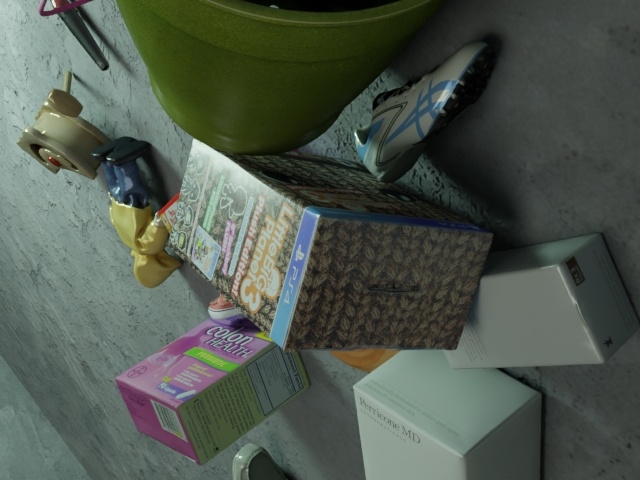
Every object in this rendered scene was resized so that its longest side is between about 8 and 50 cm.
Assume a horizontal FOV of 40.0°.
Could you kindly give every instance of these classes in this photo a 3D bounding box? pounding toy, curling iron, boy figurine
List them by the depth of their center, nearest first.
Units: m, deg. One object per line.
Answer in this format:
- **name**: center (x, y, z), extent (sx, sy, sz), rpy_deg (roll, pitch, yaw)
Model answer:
- **curling iron**: center (-0.442, -0.392, 1.524), extent (0.274, 0.035, 0.068), rpy_deg (48, 150, 17)
- **boy figurine**: center (-0.324, -0.040, 1.606), extent (0.177, 0.092, 0.285), rpy_deg (15, 128, 47)
- **pounding toy**: center (-0.460, -0.213, 1.665), extent (0.154, 0.155, 0.269), rpy_deg (36, 163, -18)

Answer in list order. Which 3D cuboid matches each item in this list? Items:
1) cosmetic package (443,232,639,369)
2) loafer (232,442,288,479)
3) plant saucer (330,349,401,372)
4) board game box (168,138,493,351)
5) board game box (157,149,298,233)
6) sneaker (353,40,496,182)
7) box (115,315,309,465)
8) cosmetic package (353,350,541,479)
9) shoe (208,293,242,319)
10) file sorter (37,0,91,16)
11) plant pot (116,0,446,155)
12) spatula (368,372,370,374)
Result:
- **cosmetic package**: center (0.223, 0.073, 0.980), extent (0.231, 0.085, 0.117), rpy_deg (-14, 105, 54)
- **loafer**: center (-0.078, 0.536, 1.745), extent (0.111, 0.112, 0.319), rpy_deg (7, 130, 45)
- **plant saucer**: center (0.045, 0.102, 1.252), extent (0.200, 0.037, 0.200), rpy_deg (22, 125, 37)
- **board game box**: center (0.000, 0.000, 0.998), extent (0.291, 0.232, 0.141), rpy_deg (33, 113, 51)
- **board game box**: center (-0.136, -0.081, 1.270), extent (0.045, 0.147, 0.193), rpy_deg (59, 147, -1)
- **sneaker**: center (0.103, -0.144, 0.956), extent (0.086, 0.085, 0.237), rpy_deg (50, 146, 4)
- **box**: center (-0.185, 0.243, 1.511), extent (0.214, 0.243, 0.117), rpy_deg (10, 123, 50)
- **cosmetic package**: center (0.177, 0.332, 1.188), extent (0.197, 0.155, 0.365), rpy_deg (26, 136, 44)
- **shoe**: center (-0.144, 0.082, 1.497), extent (0.178, 0.063, 0.081), rpy_deg (-14, 104, 51)
- **file sorter**: center (-0.366, -0.489, 1.206), extent (0.290, 0.182, 0.202), rpy_deg (60, 148, -2)
- **plant pot**: center (-0.051, -0.262, 0.865), extent (0.366, 0.366, 0.353), rpy_deg (51, 158, 12)
- **spatula**: center (0.050, 0.169, 1.334), extent (0.296, 0.030, 0.084), rpy_deg (45, 140, 19)
